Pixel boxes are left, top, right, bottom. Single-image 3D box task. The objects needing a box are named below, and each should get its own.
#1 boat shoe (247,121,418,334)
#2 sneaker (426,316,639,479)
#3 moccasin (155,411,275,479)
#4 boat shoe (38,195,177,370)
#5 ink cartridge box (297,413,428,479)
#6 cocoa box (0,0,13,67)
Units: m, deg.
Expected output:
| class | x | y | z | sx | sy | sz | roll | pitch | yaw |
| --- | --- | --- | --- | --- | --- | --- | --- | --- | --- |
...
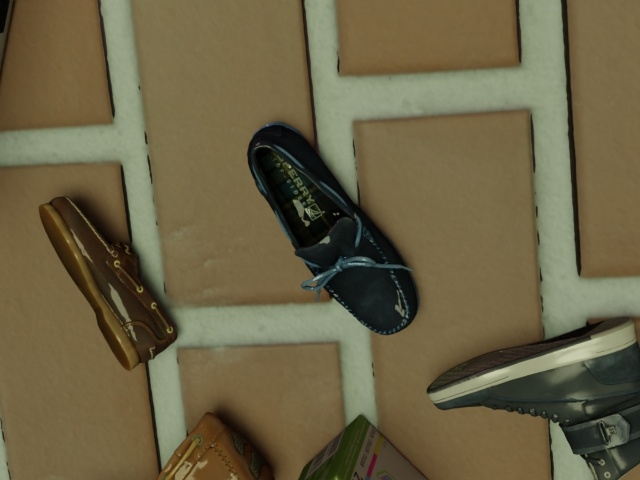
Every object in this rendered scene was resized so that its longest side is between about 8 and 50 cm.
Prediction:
| class | x | y | z | sx | sy | sz | roll | pitch | yaw |
| --- | --- | --- | --- | --- | --- | --- | --- | --- | --- |
| boat shoe | 0.000 | 0.000 | 1.393 | 0.109 | 0.089 | 0.258 | -42 | 92 | 17 |
| sneaker | 0.235 | 0.187 | 1.391 | 0.226 | 0.086 | 0.163 | -16 | 97 | 13 |
| moccasin | -0.229 | 0.339 | 1.492 | 0.380 | 0.139 | 0.147 | -42 | 91 | 17 |
| boat shoe | -0.231 | 0.038 | 1.465 | 0.073 | 0.073 | 0.207 | -32 | 100 | -21 |
| ink cartridge box | 0.088 | 0.329 | 1.402 | 0.255 | 0.189 | 0.097 | 44 | 105 | -3 |
| cocoa box | -0.471 | -0.202 | 1.365 | 0.228 | 0.231 | 0.347 | 16 | 105 | 7 |
